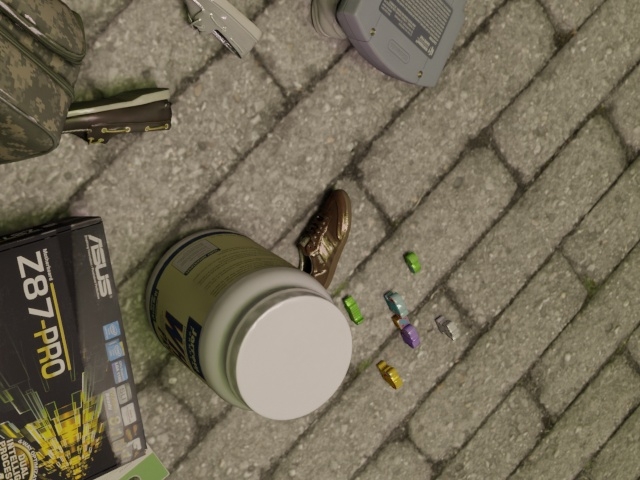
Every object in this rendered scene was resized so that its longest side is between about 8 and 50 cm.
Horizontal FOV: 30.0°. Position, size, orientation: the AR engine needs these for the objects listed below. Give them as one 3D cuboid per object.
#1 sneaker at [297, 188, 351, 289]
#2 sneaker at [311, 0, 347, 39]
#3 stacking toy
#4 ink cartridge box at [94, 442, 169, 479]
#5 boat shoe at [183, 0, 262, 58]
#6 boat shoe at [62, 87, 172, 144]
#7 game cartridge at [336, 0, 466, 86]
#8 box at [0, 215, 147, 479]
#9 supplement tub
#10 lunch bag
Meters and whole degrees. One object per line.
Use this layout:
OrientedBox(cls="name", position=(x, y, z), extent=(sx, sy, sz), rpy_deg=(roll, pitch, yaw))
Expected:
OrientedBox(cls="sneaker", position=(0.000, 0.000, 2.083), extent=(0.071, 0.066, 0.188), rpy_deg=(7, 102, -32))
OrientedBox(cls="sneaker", position=(0.017, -0.428, 1.932), extent=(0.080, 0.094, 0.212), rpy_deg=(-28, 118, -19))
OrientedBox(cls="stacking toy", position=(0.155, 0.150, 2.238), extent=(0.167, 0.052, 0.221), rpy_deg=(-37, 121, -16))
OrientedBox(cls="ink cartridge box", position=(-0.380, 0.352, 1.978), extent=(0.171, 0.056, 0.235), rpy_deg=(-38, 122, -15))
OrientedBox(cls="boat shoe", position=(-0.173, -0.350, 1.867), extent=(0.184, 0.066, 0.063), rpy_deg=(34, 86, -44))
OrientedBox(cls="boat shoe", position=(-0.329, -0.181, 1.813), extent=(0.227, 0.081, 0.069), rpy_deg=(-16, 110, -29))
OrientedBox(cls="game cartridge", position=(0.137, -0.379, 1.987), extent=(0.297, 0.062, 0.198), rpy_deg=(30, 87, -55))
OrientedBox(cls="box", position=(-0.437, 0.188, 1.772), extent=(0.318, 0.097, 0.395), rpy_deg=(-20, 105, -47))
OrientedBox(cls="supplement tub", position=(-0.116, 0.131, 1.899), extent=(0.235, 0.325, 0.235), rpy_deg=(-10, 111, -28))
OrientedBox(cls="lunch bag", position=(-0.470, -0.282, 1.599), extent=(0.305, 0.212, 0.256), rpy_deg=(40, 49, -44))
